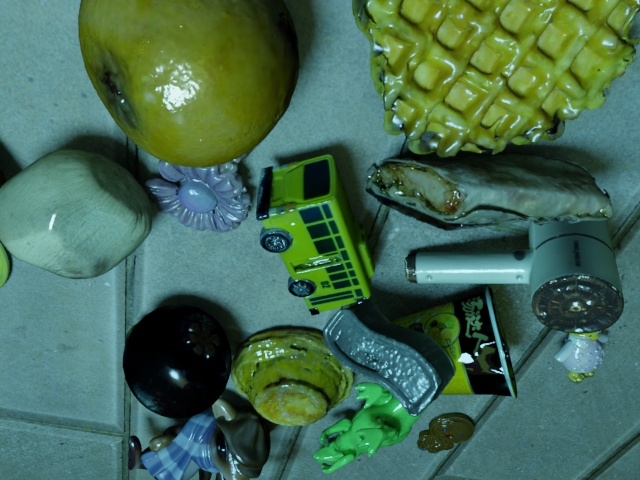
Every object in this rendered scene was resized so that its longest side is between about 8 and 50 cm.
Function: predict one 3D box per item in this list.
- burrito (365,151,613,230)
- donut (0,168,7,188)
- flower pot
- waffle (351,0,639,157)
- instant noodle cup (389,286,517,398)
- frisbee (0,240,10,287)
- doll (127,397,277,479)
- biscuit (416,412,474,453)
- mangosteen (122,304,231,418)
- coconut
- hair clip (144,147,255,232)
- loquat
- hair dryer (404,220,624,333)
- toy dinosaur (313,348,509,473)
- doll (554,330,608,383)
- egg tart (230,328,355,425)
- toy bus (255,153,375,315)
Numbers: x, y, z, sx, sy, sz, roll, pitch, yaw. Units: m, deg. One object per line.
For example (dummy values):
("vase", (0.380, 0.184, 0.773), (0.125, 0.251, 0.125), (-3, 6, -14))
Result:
("burrito", (0.249, -0.079, 0.700), (0.347, 0.175, 0.107), (1, 108, 1))
("donut", (-0.576, -0.157, 0.682), (0.112, 0.151, 0.295), (-17, 137, -4))
("flower pot", (0.119, 0.198, 0.813), (0.229, 0.108, 0.103), (32, 104, 25))
("waffle", (0.234, -0.301, 0.593), (0.378, 0.095, 0.383), (-10, 122, 7))
("instant noodle cup", (0.249, 0.216, 0.905), (0.235, 0.216, 0.216), (-14, 124, 22))
("frisbee", (-0.717, 0.017, 0.872), (0.235, 0.017, 0.236), (1, 126, 1))
("doll", (-0.274, 0.539, 1.119), (0.339, 0.209, 0.318), (-27, 124, 16))
("biscuit", (0.331, 0.517, 1.207), (0.124, 0.026, 0.175), (24, 122, -15))
("mangosteen", (-0.291, 0.242, 0.911), (0.242, 0.243, 0.243), (0, 125, 0))
("coconut", (-0.391, -0.033, 0.725), (0.223, 0.224, 0.225), (0, 125, 0))
("hair clip", (-0.159, -0.117, 0.738), (0.172, 0.069, 0.300), (33, 120, -23))
("loquat", (-0.159, -0.222, 0.556), (0.262, 0.263, 0.263), (0, 125, 0))
("hair dryer", (0.306, 0.044, 0.800), (0.361, 0.203, 0.128), (-2, 128, 25))
("toy dinosaur", (0.211, 0.433, 1.111), (0.499, 0.144, 0.375), (-18, 147, -7))
("doll", (0.551, 0.213, 0.958), (0.129, 0.081, 0.207), (-21, 122, -7))
("egg tart", (-0.062, 0.323, 1.017), (0.293, 0.123, 0.294), (1, 124, 1))
("toy bus", (0.000, 0.000, 0.762), (0.149, 0.128, 0.262), (-13, 134, 11))
